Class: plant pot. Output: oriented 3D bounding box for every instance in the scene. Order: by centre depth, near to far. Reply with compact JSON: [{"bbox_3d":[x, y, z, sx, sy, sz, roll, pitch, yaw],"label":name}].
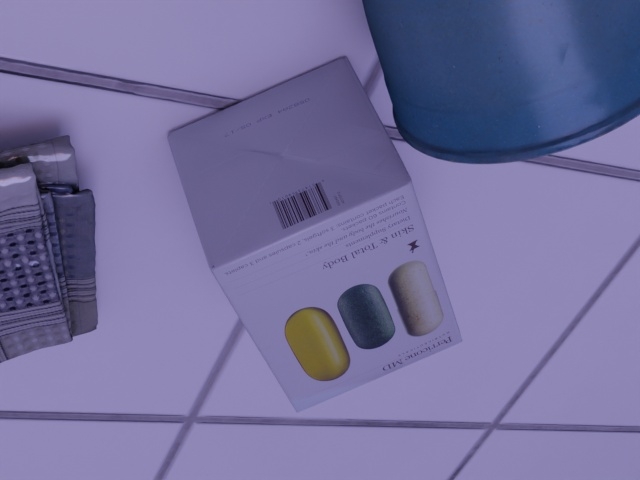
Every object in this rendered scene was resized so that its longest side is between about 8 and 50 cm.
[{"bbox_3d":[0.146,-0.246,0.893,0.272,0.271,0.255,-25,123,3],"label":"plant pot"}]

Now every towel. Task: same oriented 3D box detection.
[{"bbox_3d":[-0.369,0.053,1.058,0.324,0.056,0.312,-20,145,-21],"label":"towel"}]

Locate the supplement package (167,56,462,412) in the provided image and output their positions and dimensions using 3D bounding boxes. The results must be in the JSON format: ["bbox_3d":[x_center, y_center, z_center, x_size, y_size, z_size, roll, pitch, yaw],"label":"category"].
[{"bbox_3d":[0.000,0.000,1.113,0.199,0.198,0.262,-24,139,1],"label":"supplement package"}]
